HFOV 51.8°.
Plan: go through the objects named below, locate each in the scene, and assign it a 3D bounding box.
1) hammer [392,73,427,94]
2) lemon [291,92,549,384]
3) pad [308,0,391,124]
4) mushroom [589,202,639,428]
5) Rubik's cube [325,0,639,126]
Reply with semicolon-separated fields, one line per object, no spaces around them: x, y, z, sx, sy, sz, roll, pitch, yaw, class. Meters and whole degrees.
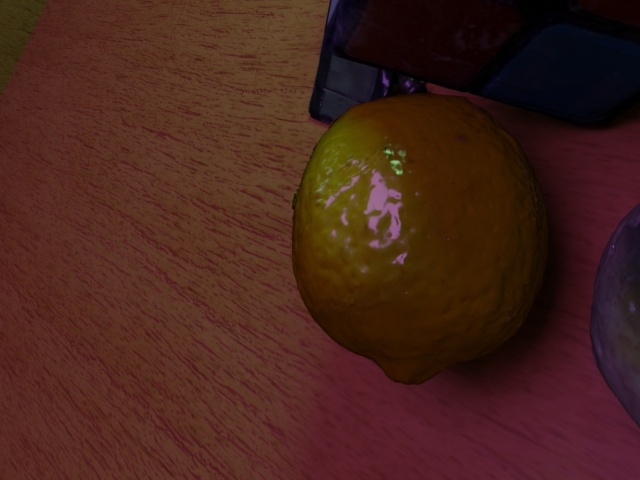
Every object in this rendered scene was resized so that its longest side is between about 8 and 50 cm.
0.212;-0.291;0.835;0.292;0.029;0.058;-42;49;19;hammer
0.095;-0.016;0.649;0.254;0.254;0.310;-15;60;39;lemon
0.053;-0.270;0.922;0.174;0.022;0.232;30;116;48;pad
0.331;0.076;0.468;0.247;0.130;0.344;-47;46;23;mushroom
0.205;-0.326;0.570;0.318;0.314;0.315;134;148;-70;Rubik's cube
